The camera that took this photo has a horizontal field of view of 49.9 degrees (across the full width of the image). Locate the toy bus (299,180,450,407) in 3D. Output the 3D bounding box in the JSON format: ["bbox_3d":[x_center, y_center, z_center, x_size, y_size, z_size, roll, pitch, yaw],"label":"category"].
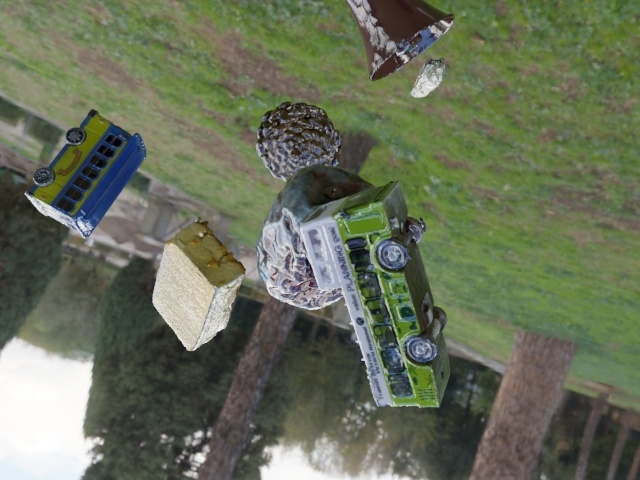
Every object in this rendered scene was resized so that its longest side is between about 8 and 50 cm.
[{"bbox_3d":[0.086,0.080,0.940,0.139,0.302,0.113,-11,-163,25],"label":"toy bus"}]

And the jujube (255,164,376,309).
[{"bbox_3d":[0.000,0.000,1.273,0.225,0.226,0.317,19,143,-4],"label":"jujube"}]

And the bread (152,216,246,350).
[{"bbox_3d":[-0.278,0.105,1.552,0.185,0.114,0.275,47,138,19],"label":"bread"}]

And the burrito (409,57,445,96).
[{"bbox_3d":[0.284,-0.425,1.813,0.063,0.058,0.229,18,176,-2],"label":"burrito"}]

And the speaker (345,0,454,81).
[{"bbox_3d":[0.057,-0.462,1.296,0.329,0.259,0.198,50,158,-1],"label":"speaker"}]

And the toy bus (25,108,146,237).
[{"bbox_3d":[-0.593,-0.173,1.763,0.175,0.288,0.138,28,161,7],"label":"toy bus"}]

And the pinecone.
[{"bbox_3d":[-0.067,-0.271,1.923,0.243,0.244,0.257,23,-175,-26],"label":"pinecone"}]
